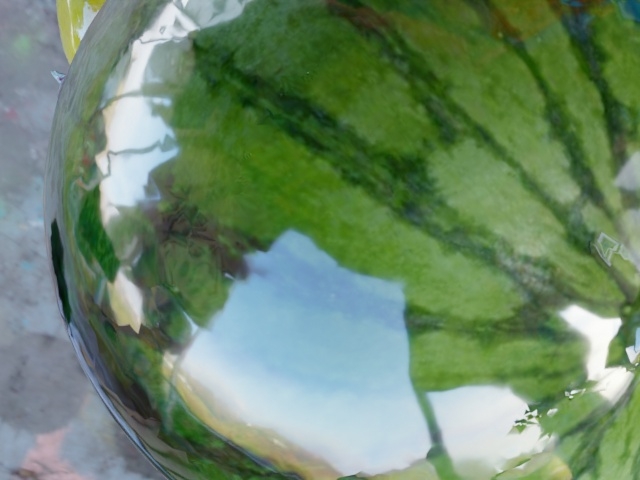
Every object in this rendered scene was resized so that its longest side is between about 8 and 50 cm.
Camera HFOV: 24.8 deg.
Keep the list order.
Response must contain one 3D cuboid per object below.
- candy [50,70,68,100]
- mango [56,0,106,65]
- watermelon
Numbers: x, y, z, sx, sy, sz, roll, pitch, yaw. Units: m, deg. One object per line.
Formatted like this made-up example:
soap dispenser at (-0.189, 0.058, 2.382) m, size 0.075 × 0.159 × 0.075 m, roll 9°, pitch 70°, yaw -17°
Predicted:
candy at (-0.127, -0.078, 0.859) m, size 0.043 × 0.045 × 0.175 m, roll -25°, pitch 27°, yaw -16°
mango at (-0.112, -0.203, 1.019) m, size 0.091 × 0.137 × 0.238 m, roll 10°, pitch 68°, yaw 25°
watermelon at (0.033, -0.012, 0.466) m, size 0.242 × 0.242 × 0.242 m, roll -4°, pitch 73°, yaw 13°
